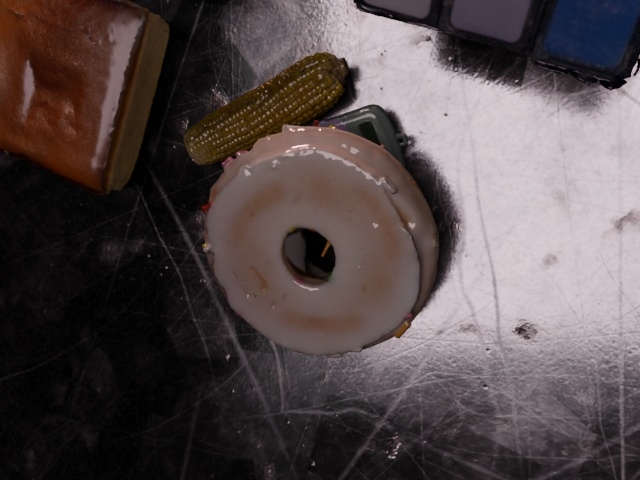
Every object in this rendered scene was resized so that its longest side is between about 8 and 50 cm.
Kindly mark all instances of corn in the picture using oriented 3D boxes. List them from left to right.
[{"bbox_3d":[-0.093,-0.215,1.175,0.319,0.097,0.097,-24,88,21],"label":"corn"}]

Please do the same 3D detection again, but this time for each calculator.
[{"bbox_3d":[0.026,-0.131,1.151,0.246,0.045,0.141,-15,109,19],"label":"calculator"}]

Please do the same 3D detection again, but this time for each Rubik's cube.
[{"bbox_3d":[0.275,-0.444,0.831,0.362,0.363,0.359,18,132,16],"label":"Rubik's cube"}]

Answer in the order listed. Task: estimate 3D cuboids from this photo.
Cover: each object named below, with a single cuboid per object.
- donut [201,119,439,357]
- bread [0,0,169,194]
[{"bbox_3d":[0.000,0.000,1.106,0.382,0.142,0.383,5,112,12],"label":"donut"},{"bbox_3d":[-0.456,-0.286,1.261,0.323,0.143,0.333,20,102,15],"label":"bread"}]
